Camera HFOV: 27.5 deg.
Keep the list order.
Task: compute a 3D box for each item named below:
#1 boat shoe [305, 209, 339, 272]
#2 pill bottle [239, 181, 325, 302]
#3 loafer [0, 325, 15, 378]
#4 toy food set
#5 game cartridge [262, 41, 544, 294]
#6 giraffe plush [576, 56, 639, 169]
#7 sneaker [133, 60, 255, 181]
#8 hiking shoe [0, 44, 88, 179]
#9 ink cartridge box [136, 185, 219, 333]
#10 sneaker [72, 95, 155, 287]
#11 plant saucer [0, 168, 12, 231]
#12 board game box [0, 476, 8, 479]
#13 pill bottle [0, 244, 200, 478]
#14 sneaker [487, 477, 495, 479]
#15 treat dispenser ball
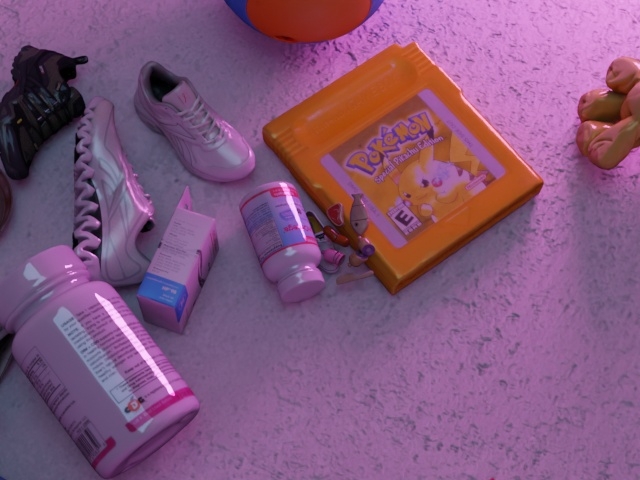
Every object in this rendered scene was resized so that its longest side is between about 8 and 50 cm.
[{"bbox_3d":[0.000,0.000,1.879,0.035,0.035,0.100,-19,66,-9],"label":"boat shoe"},{"bbox_3d":[-0.051,0.003,1.849,0.087,0.087,0.160,-18,67,-9],"label":"pill bottle"},{"bbox_3d":[-0.490,0.226,1.727,0.111,0.112,0.319,11,65,14],"label":"loafer"},{"bbox_3d":[0.035,-0.003,1.845,0.078,0.019,0.122,-15,75,14],"label":"toy food set"},{"bbox_3d":[0.119,-0.120,1.928,0.285,0.052,0.323,-34,71,-15],"label":"game cartridge"},{"bbox_3d":[0.502,-0.172,1.910,0.170,0.210,0.181,26,51,-24],"label":"giraffe plush"},{"bbox_3d":[-0.192,-0.176,1.915,0.232,0.115,0.090,38,70,15],"label":"sneaker"},{"bbox_3d":[-0.410,-0.192,1.936,0.114,0.086,0.227,3,64,5],"label":"hiking shoe"},{"bbox_3d":[-0.190,0.026,1.827,0.060,0.104,0.180,18,67,8],"label":"ink cartridge box"},{"bbox_3d":[-0.298,-0.066,1.878,0.118,0.110,0.292,-1,73,-9],"label":"sneaker"},{"bbox_3d":[-0.529,-0.047,1.899,0.168,0.029,0.168,0,66,-1],"label":"plant saucer"},{"bbox_3d":[-0.422,0.382,1.700,0.169,0.033,0.133,24,72,16],"label":"board game box"},{"bbox_3d":[-0.301,0.155,1.714,0.160,0.160,0.283,-35,80,-16],"label":"pill bottle"},{"bbox_3d":[0.202,0.361,1.709,0.118,0.042,0.067,-37,74,-24],"label":"sneaker"},{"bbox_3d":[-0.024,-0.437,1.944,0.288,0.288,0.288,0,65,-1],"label":"treat dispenser ball"}]
